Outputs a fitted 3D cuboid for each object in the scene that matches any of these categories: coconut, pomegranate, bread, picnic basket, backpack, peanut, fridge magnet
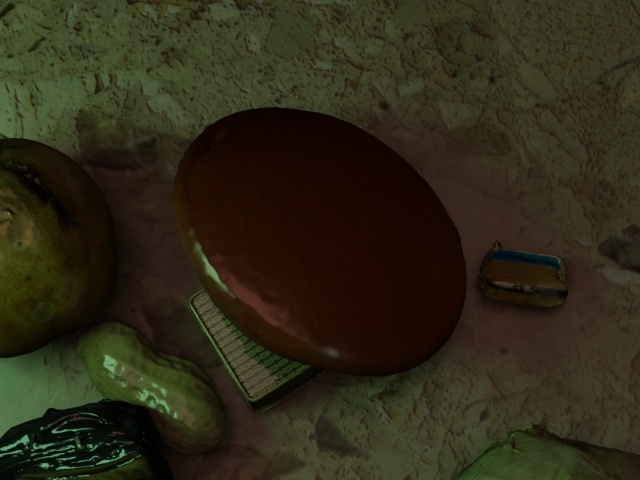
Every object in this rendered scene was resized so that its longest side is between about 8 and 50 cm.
[{"bbox_3d":[0.255,0.331,1.206,0.297,0.297,0.255,19,79,7],"label":"coconut"},{"bbox_3d":[-0.367,0.007,1.344,0.260,0.260,0.261,-1,76,3],"label":"pomegranate"},{"bbox_3d":[0.243,0.048,1.394,0.105,0.053,0.072,8,54,2],"label":"bread"},{"bbox_3d":[-0.073,0.110,1.378,0.115,0.079,0.164,-32,77,-5],"label":"picnic basket"},{"bbox_3d":[-0.284,0.282,1.312,0.258,0.133,0.206,-14,109,9],"label":"backpack"},{"bbox_3d":[-0.198,0.168,1.366,0.214,0.090,0.099,34,74,9],"label":"peanut"},{"bbox_3d":[0.000,0.000,1.306,0.363,0.155,0.364,19,45,-21],"label":"fridge magnet"}]
